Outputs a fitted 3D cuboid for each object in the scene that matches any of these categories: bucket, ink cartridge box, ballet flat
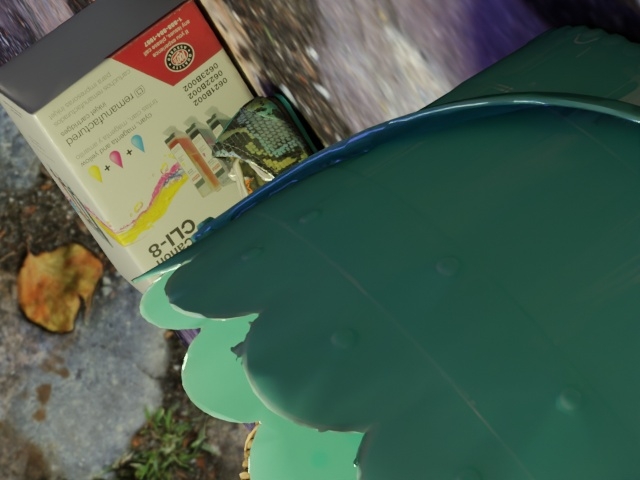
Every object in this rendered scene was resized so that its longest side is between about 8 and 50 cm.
[{"bbox_3d":[0.084,0.069,0.649,0.281,0.183,0.281,49,169,13],"label":"bucket"},{"bbox_3d":[-0.109,-0.062,1.176,0.176,0.128,0.127,57,168,-27],"label":"ink cartridge box"},{"bbox_3d":[0.000,0.000,1.092,0.188,0.070,0.070,53,169,-3],"label":"ballet flat"}]

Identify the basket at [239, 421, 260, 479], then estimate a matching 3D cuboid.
[{"bbox_3d":[0.043,0.213,1.186,0.223,0.213,0.299,41,164,45],"label":"basket"}]
